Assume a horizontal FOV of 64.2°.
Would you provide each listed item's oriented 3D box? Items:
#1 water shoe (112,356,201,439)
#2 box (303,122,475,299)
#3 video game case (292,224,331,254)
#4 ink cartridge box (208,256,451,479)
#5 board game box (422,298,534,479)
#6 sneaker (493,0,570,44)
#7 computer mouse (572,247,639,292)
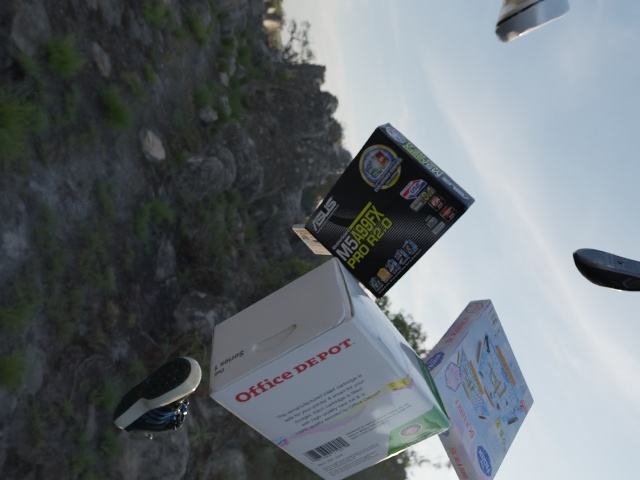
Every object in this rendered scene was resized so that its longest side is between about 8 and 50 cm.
[{"bbox_3d":[-0.223,0.235,0.755,0.080,0.203,0.073,41,37,-24],"label":"water shoe"},{"bbox_3d":[0.120,-0.049,0.971,0.216,0.270,0.060,44,35,8],"label":"box"},{"bbox_3d":[0.000,0.000,1.154,0.122,0.087,0.011,49,52,-51],"label":"video game case"},{"bbox_3d":[0.016,0.183,0.679,0.278,0.201,0.117,51,15,-34],"label":"ink cartridge box"},{"bbox_3d":[0.376,0.359,1.224,0.065,0.318,0.319,-13,-73,47],"label":"board game box"},{"bbox_3d":[0.272,-0.333,0.683,0.091,0.094,0.258,59,34,-18],"label":"sneaker"},{"bbox_3d":[0.772,0.097,1.289,0.188,0.272,0.072,-34,137,-53],"label":"computer mouse"}]
